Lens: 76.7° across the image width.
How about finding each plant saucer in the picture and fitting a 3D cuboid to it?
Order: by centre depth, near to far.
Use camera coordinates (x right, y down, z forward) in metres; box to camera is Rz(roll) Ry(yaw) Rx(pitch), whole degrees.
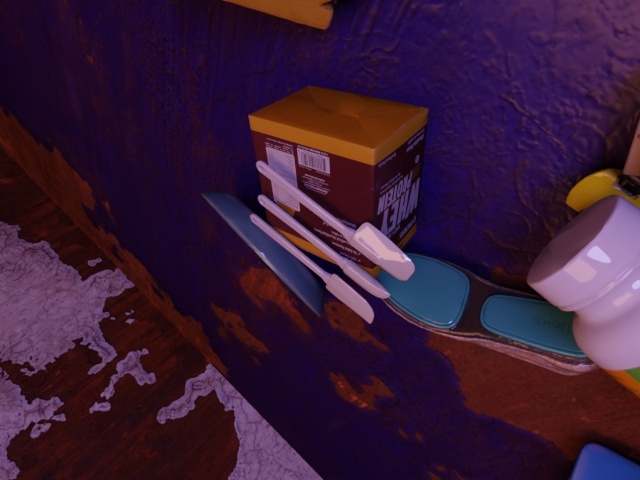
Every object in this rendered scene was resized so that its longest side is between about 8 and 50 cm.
[{"bbox_3d":[-0.098,0.017,0.763,0.317,0.043,0.317,44,171,9],"label":"plant saucer"}]

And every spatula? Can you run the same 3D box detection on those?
[{"bbox_3d":[0.000,0.000,0.544,0.242,0.019,0.168,39,149,12],"label":"spatula"}]

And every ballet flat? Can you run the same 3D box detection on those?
[{"bbox_3d":[0.216,0.105,0.567,0.315,0.108,0.106,22,164,36],"label":"ballet flat"}]

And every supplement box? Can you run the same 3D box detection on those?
[{"bbox_3d":[0.027,-0.085,0.561,0.191,0.129,0.194,23,137,30],"label":"supplement box"}]

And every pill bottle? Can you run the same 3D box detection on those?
[{"bbox_3d":[0.303,0.078,0.322,0.245,0.136,0.136,40,143,11],"label":"pill bottle"}]

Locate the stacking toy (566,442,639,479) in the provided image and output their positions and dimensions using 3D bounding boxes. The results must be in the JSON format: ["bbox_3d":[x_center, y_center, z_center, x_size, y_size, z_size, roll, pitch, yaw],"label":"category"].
[{"bbox_3d":[0.428,0.455,0.642,0.175,0.166,0.302,27,154,21],"label":"stacking toy"}]

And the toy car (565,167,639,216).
[{"bbox_3d":[0.373,0.016,0.358,0.224,0.053,0.239,-12,114,50],"label":"toy car"}]

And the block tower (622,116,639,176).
[{"bbox_3d":[0.395,-0.052,0.243,0.335,0.091,0.097,19,135,35],"label":"block tower"}]

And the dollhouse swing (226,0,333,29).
[{"bbox_3d":[-0.062,-0.455,0.330,0.314,0.305,0.347,11,158,-11],"label":"dollhouse swing"}]
